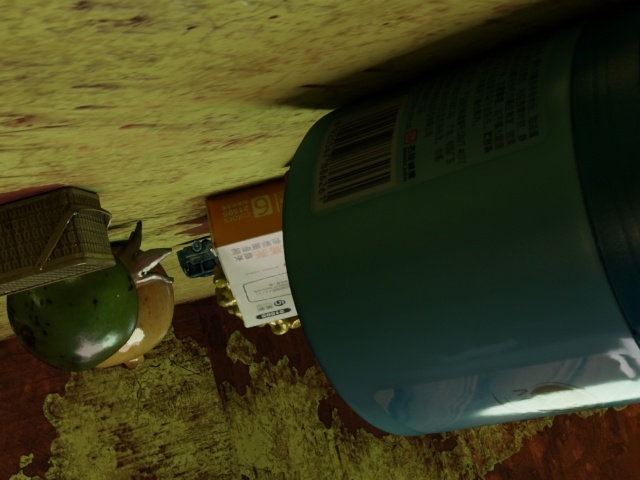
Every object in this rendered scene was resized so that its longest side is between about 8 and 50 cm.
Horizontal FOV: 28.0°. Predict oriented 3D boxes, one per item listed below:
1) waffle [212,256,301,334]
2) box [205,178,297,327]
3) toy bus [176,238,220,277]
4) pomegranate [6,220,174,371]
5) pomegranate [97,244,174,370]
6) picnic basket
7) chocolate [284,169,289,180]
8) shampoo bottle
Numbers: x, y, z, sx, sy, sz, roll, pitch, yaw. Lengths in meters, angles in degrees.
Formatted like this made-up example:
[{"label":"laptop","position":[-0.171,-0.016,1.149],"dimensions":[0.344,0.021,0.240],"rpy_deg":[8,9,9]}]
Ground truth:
[{"label":"waffle","position":[-0.034,0.036,1.870],"dimensions":[0.249,0.056,0.253],"rpy_deg":[0,129,-12]},{"label":"box","position":[0.000,0.000,1.724],"dimensions":[0.274,0.091,0.221],"rpy_deg":[-16,145,2]},{"label":"toy bus","position":[-0.164,0.019,2.198],"dimensions":[0.166,0.065,0.047],"rpy_deg":[-17,177,21]},{"label":"pomegranate","position":[-0.298,0.067,1.680],"dimensions":[0.224,0.181,0.181],"rpy_deg":[-30,-175,-33]},{"label":"pomegranate","position":[-0.314,0.101,1.934],"dimensions":[0.191,0.191,0.191],"rpy_deg":[-15,176,-1]},{"label":"picnic basket","position":[-0.302,0.005,1.324],"dimensions":[0.164,0.079,0.115],"rpy_deg":[-15,177,8]},{"label":"chocolate","position":[0.067,-0.009,1.462],"dimensions":[0.108,0.235,0.237],"rpy_deg":[-25,179,-15]},{"label":"shampoo bottle","position":[0.188,-0.009,1.140],"dimensions":[0.342,0.331,0.331],"rpy_deg":[-15,177,31]}]
